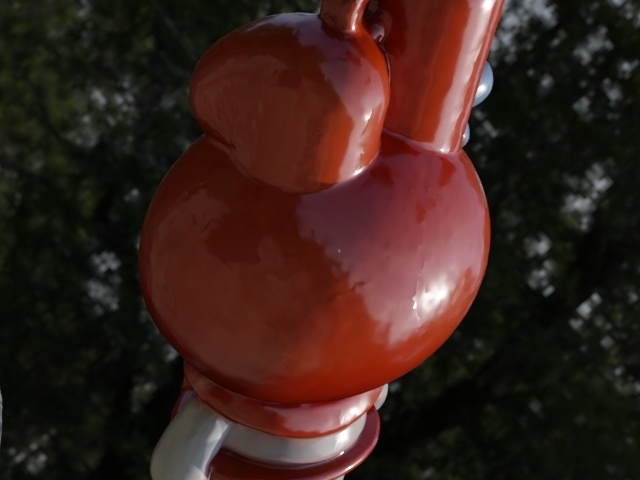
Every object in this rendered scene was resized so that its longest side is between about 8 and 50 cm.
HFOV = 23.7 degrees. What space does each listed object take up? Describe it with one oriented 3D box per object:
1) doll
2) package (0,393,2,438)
[{"bbox_3d":[0.000,0.000,0.629,0.130,0.161,0.290,38,-52,35],"label":"doll"},{"bbox_3d":[-0.262,0.160,0.976,0.223,0.108,0.288,-78,170,-71],"label":"package"}]
